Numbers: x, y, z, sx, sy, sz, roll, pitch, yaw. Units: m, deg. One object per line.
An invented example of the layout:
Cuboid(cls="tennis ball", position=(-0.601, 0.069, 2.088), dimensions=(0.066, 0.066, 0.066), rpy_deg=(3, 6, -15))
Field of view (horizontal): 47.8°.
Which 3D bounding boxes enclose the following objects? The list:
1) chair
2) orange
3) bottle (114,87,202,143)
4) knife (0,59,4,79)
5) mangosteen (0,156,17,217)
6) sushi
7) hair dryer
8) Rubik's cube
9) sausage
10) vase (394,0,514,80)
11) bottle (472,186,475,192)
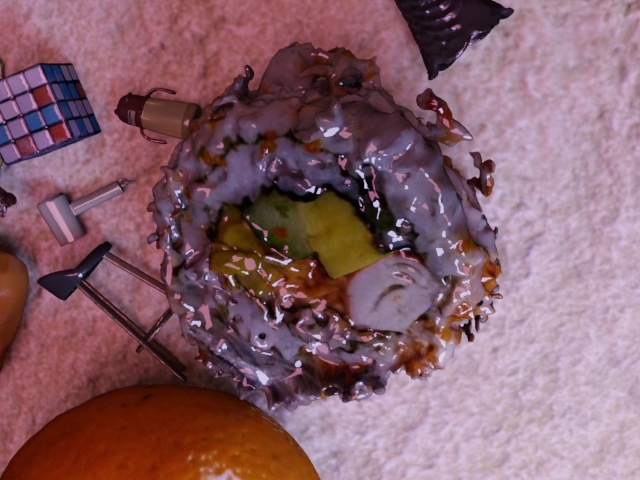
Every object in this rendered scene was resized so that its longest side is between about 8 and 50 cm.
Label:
Cuboid(cls="chair", position=(-0.234, 0.080, 0.911), dimensions=(0.222, 0.104, 0.095), rpy_deg=(36, 78, -10))
Cuboid(cls="orange", position=(-0.182, 0.372, 0.856), dimensions=(0.424, 0.326, 0.423), rpy_deg=(-1, 87, 14))
Cuboid(cls="bottle", position=(-0.196, -0.153, 0.871), dimensions=(0.101, 0.047, 0.063), rpy_deg=(13, 68, 5))
Cuboid(cls="knife", position=(-0.403, -0.220, 0.884), dimensions=(0.030, 0.014, 0.207), rpy_deg=(2, 105, 4))
Cuboid(cls="mangosteen", position=(-0.455, -0.096, 0.833), dimensions=(0.217, 0.192, 0.192), rpy_deg=(22, 105, -15))
Cuboid(cls="sushi", position=(0.001, -0.004, 0.786), dimensions=(0.418, 0.176, 0.417), rpy_deg=(10, 121, 17))
Cuboid(cls="hair dryer", position=(-0.287, -0.045, 0.912), dimensions=(0.124, 0.038, 0.063), rpy_deg=(-25, 102, 2))
Cuboid(cls="Rubik's cube", position=(-0.332, -0.151, 0.854), dimensions=(0.092, 0.092, 0.092), rpy_deg=(-19, 101, 9))
Cuboid(cls="sausage", position=(-0.459, 0.100, 0.912), dimensions=(0.136, 0.120, 0.241), rpy_deg=(9, 113, -44))
Cuboid(cls="vase", position=(0.091, -0.302, 0.786), dimensions=(0.115, 0.115, 0.237), rpy_deg=(-39, 94, 12))
Cuboid(cls="bottle", position=(0.112, -0.056, 0.865), dimensions=(0.140, 0.053, 0.053), rpy_deg=(12, 104, 2))
